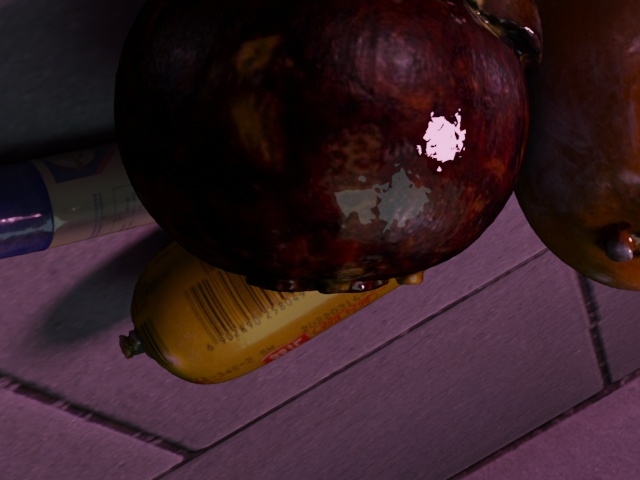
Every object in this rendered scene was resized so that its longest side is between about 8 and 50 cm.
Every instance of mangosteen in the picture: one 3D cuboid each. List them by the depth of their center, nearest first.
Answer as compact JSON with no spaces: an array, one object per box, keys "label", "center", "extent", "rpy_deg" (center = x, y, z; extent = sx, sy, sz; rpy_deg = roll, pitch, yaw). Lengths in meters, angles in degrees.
[{"label":"mangosteen","center":[0.012,-0.110,0.773],"extent":[0.231,0.231,0.289],"rpy_deg":[12,94,-60]}]

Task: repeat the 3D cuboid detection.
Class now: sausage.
[{"label":"sausage","center":[0.000,0.000,1.069],"extent":[0.347,0.123,0.123],"rpy_deg":[-30,159,6]}]

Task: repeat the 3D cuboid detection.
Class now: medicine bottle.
[{"label":"medicine bottle","center":[-0.139,-0.033,0.904],"extent":[0.231,0.059,0.059],"rpy_deg":[-15,155,-33]}]

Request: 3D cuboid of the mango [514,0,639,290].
[{"label":"mango","center":[0.225,-0.123,0.898],"extent":[0.221,0.199,0.384],"rpy_deg":[82,29,-42]}]
